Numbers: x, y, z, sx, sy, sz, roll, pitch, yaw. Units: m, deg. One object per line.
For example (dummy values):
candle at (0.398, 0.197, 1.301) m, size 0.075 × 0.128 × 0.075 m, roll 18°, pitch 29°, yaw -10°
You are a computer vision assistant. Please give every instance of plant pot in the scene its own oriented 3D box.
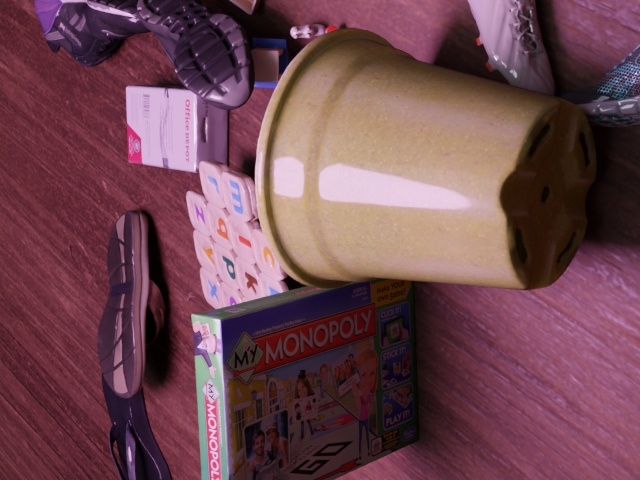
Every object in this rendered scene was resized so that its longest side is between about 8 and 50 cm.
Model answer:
plant pot at (0.119, -0.062, 1.064) m, size 0.254 × 0.276 × 0.276 m, roll 14°, pitch 107°, yaw 37°

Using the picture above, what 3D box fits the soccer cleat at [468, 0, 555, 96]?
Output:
soccer cleat at (0.194, -0.230, 1.098) m, size 0.076 × 0.068 × 0.196 m, roll -37°, pitch 70°, yaw 38°

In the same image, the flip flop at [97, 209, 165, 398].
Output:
flip flop at (-0.270, 0.094, 1.596) m, size 0.112 × 0.080 × 0.277 m, roll -10°, pitch 76°, yaw 49°

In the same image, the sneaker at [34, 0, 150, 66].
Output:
sneaker at (-0.309, -0.309, 1.554) m, size 0.283 × 0.107 × 0.124 m, roll 22°, pitch 127°, yaw 43°

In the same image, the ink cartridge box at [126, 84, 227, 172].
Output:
ink cartridge box at (-0.197, -0.157, 1.481) m, size 0.150 × 0.063 × 0.109 m, roll 11°, pitch 105°, yaw 41°

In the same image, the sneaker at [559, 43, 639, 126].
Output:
sneaker at (0.303, -0.151, 1.022) m, size 0.167 × 0.065 × 0.076 m, roll -4°, pitch 79°, yaw 41°

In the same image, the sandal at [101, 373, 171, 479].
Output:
sandal at (-0.299, 0.316, 1.671) m, size 0.097 × 0.054 × 0.254 m, roll -26°, pitch 79°, yaw 43°

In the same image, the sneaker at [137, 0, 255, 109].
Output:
sneaker at (-0.140, -0.238, 1.360) m, size 0.101 × 0.106 × 0.267 m, roll -35°, pitch 48°, yaw 1°

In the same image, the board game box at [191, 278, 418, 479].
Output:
board game box at (-0.005, 0.157, 1.180) m, size 0.046 × 0.317 × 0.213 m, roll 6°, pitch 102°, yaw 41°

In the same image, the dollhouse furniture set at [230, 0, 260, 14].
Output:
dollhouse furniture set at (-0.128, -0.345, 1.368) m, size 0.114 × 0.081 × 0.091 m, roll 40°, pitch 123°, yaw 31°

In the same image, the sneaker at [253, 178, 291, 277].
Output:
sneaker at (0.000, 0.000, 1.326) m, size 0.222 × 0.083 × 0.118 m, roll 20°, pitch 123°, yaw 41°

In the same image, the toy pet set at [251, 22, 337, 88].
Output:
toy pet set at (-0.029, -0.208, 1.332) m, size 0.114 × 0.065 × 0.122 m, roll 3°, pitch 106°, yaw 8°

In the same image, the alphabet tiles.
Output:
alphabet tiles at (-0.101, 0.040, 1.392) m, size 0.278 × 0.021 × 0.284 m, roll 27°, pitch 129°, yaw 57°
